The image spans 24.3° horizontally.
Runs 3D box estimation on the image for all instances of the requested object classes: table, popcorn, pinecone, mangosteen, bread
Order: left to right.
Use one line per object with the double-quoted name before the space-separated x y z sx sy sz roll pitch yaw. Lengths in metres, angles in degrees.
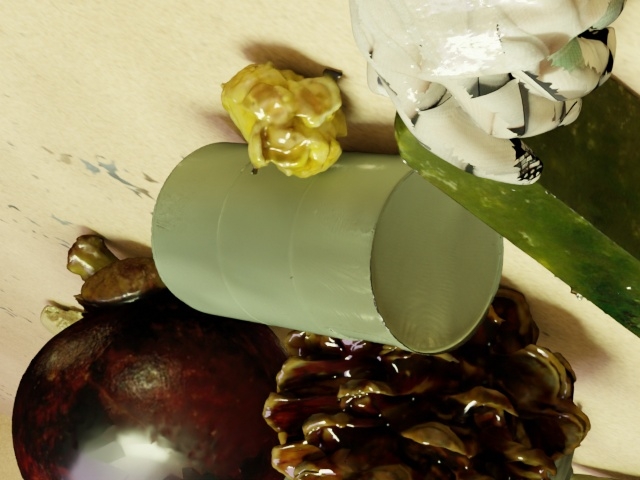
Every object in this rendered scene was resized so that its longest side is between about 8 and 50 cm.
"bread" -0.246 0.153 1.940 0.251 0.039 0.182 14 158 34
"mangosteen" -0.166 0.167 1.512 0.297 0.293 0.297 -5 135 -5
"popcorn" -0.015 -0.082 0.918 0.084 0.084 0.084 24 162 8
"table" 0.000 0.000 1.000 0.220 0.126 0.126 7 154 47
"pinecone" 0.082 0.155 1.129 0.243 0.257 0.243 -6 154 -3

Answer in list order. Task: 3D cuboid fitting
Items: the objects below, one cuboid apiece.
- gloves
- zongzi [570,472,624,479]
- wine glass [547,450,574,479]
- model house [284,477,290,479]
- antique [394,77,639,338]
"gloves" 0.066 -0.098 0.629 0.127 0.111 0.212 -9 124 14
"zongzi" 0.310 0.287 1.286 0.317 0.154 0.289 30 178 25
"wine glass" 0.120 0.161 1.335 0.222 0.103 0.103 20 162 21
"model house" 0.031 0.303 1.793 0.326 0.169 0.244 22 169 22
"antique" 0.141 -0.032 0.787 0.221 0.080 0.081 35 160 -21
